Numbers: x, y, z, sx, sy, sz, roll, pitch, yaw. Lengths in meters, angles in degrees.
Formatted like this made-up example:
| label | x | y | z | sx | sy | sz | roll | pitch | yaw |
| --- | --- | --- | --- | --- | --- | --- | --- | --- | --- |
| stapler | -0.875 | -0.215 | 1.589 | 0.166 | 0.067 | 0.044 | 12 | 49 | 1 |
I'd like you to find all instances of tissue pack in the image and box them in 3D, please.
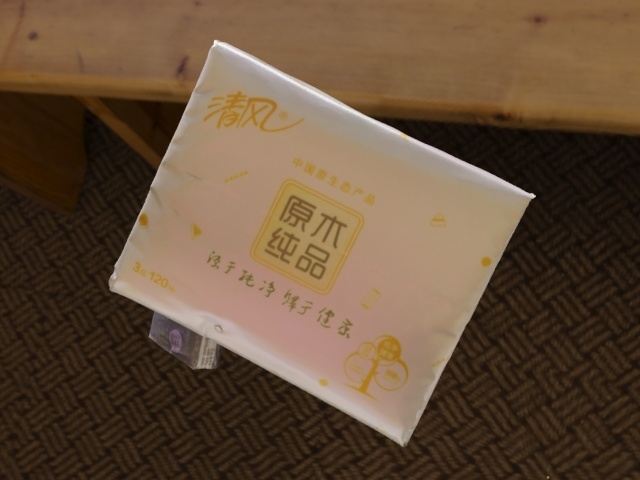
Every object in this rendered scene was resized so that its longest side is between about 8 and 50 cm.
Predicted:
| label | x | y | z | sx | sy | sz | roll | pitch | yaw |
| --- | --- | --- | --- | --- | --- | --- | --- | --- | --- |
| tissue pack | -0.159 | 0.070 | 1.115 | 0.112 | 0.051 | 0.156 | 25 | 105 | 46 |
| tissue pack | 0.000 | 0.000 | 0.606 | 0.225 | 0.124 | 0.185 | 27 | 97 | 7 |
